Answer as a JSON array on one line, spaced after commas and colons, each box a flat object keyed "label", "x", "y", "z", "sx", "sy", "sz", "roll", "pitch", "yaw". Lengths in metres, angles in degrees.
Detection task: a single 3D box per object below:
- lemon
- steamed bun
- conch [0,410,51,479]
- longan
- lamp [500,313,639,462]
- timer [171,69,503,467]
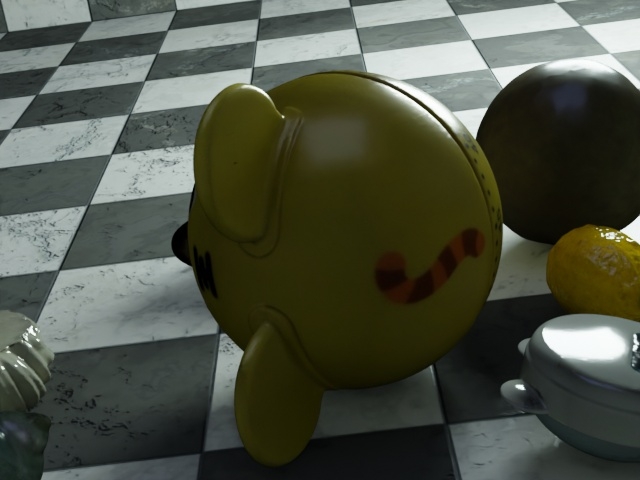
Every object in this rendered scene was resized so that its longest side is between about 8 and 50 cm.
[{"label": "lemon", "x": 0.322, "y": 0.043, "z": 1.231, "sx": 0.114, "sy": 0.114, "sz": 0.155, "roll": -18, "pitch": 31, "yaw": -21}, {"label": "steamed bun", "x": -0.381, "y": 0.153, "z": 1.208, "sx": 0.183, "sy": 0.106, "sz": 0.183, "roll": -5, "pitch": 21, "yaw": 2}, {"label": "conch", "x": -0.362, "y": 0.231, "z": 0.972, "sx": 0.277, "sy": 0.195, "sz": 0.220, "roll": -32, "pitch": -6, "yaw": 5}, {"label": "longan", "x": 0.323, "y": -0.117, "z": 1.422, "sx": 0.258, "sy": 0.258, "sz": 0.258, "roll": -6, "pitch": 24, "yaw": 3}, {"label": "lamp", "x": 0.298, "y": 0.146, "z": 1.016, "sx": 0.246, "sy": 0.108, "sz": 0.179, "roll": 9, "pitch": 24, "yaw": 17}, {"label": "timer", "x": 0.000, "y": 0.000, "z": 1.129, "sx": 0.376, "sy": 0.376, "sz": 0.387, "roll": 8, "pitch": 23, "yaw": 32}]
